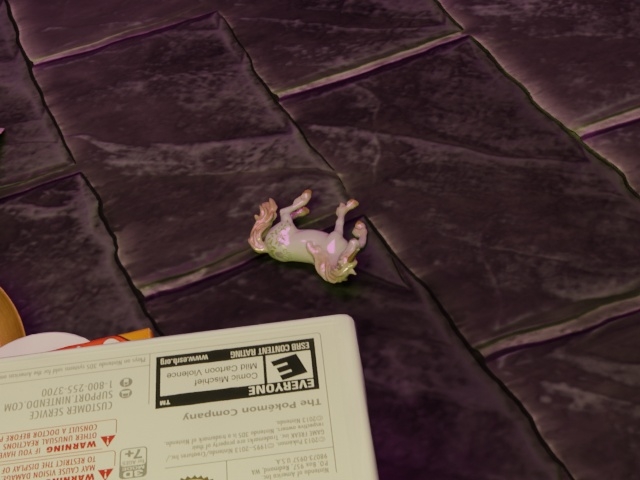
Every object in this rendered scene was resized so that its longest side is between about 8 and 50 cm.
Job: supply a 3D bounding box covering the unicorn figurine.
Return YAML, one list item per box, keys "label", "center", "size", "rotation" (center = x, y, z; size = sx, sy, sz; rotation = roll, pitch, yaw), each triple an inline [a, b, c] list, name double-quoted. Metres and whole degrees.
- label: "unicorn figurine"
  center: [0.000, 0.000, 1.337]
  size: [0.161, 0.060, 0.111]
  rotation: [-4, 38, 33]

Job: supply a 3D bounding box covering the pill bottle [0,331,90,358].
- label: "pill bottle"
  center: [-0.178, 0.189, 0.991]
  size: [0.136, 0.246, 0.136]
  rotation: [-6, 40, 5]

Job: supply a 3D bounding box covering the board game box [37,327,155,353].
- label: "board game box"
  center: [-0.211, 0.329, 0.744]
  size: [0.356, 0.356, 0.357]
  rotation: [-13, 40, -5]

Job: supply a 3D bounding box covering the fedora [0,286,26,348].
- label: "fedora"
  center: [-0.359, 0.104, 1.200]
  size: [0.194, 0.079, 0.194]
  rotation: [-2, 75, 7]

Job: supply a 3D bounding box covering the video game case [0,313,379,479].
- label: "video game case"
  center: [-0.130, 0.165, 0.618]
  size: [0.328, 0.036, 0.300]
  rotation: [-7, 40, 0]

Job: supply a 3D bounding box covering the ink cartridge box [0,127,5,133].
- label: "ink cartridge box"
  center: [-0.513, -0.005, 1.446]
  size: [0.308, 0.091, 0.385]
  rotation: [-9, 23, 2]
